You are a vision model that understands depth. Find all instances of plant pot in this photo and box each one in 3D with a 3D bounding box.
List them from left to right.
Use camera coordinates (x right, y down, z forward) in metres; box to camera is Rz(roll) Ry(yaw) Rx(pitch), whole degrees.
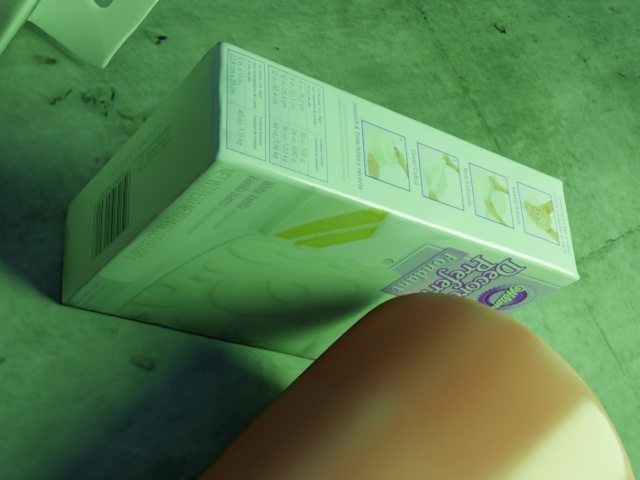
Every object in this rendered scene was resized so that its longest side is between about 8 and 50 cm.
[{"bbox_3d":[0.041,0.203,0.658,0.243,0.275,0.275,-26,83,-42],"label":"plant pot"}]

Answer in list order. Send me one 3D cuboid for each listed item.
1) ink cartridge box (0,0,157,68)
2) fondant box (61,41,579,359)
[{"bbox_3d":[-0.283,-0.243,0.680,0.353,0.207,0.119,35,47,-19],"label":"ink cartridge box"},{"bbox_3d":[0.000,0.000,0.754,0.330,0.238,0.096,16,56,-33],"label":"fondant box"}]
